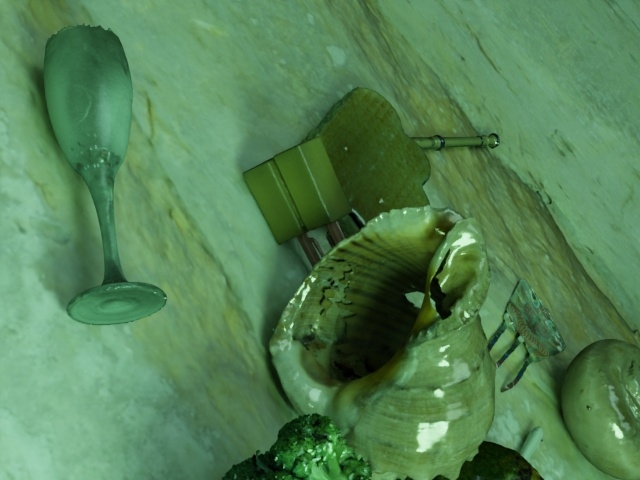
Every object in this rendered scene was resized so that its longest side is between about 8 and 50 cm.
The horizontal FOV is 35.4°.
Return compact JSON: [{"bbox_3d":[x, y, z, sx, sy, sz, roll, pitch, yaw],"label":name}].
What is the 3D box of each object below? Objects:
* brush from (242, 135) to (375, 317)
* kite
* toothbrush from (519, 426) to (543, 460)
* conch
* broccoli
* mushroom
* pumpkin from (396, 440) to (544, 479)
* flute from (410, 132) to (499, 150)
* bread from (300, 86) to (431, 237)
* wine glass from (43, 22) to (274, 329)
[{"bbox_3d":[0.000,0.000,1.216,0.047,0.103,0.233,-32,98,-49],"label":"brush"},{"bbox_3d":[0.299,0.149,1.478,0.127,0.016,0.229,52,40,-1],"label":"kite"},{"bbox_3d":[0.245,0.328,1.301,0.026,0.022,0.263,54,42,-8],"label":"toothbrush"},{"bbox_3d":[0.083,0.116,1.133,0.263,0.324,0.186,21,0,7],"label":"conch"},{"bbox_3d":[-0.004,0.290,0.896,0.270,0.270,0.270,-3,90,-64],"label":"broccoli"},{"bbox_3d":[0.462,0.233,1.433,0.207,0.215,0.207,28,50,-40],"label":"mushroom"},{"bbox_3d":[0.194,0.350,1.156,0.163,0.111,0.279,0,63,-32],"label":"pumpkin"},{"bbox_3d":[0.207,-0.154,1.572,0.233,0.027,0.027,-8,71,-46],"label":"flute"},{"bbox_3d":[0.064,-0.086,1.361,0.207,0.056,0.286,48,41,-6],"label":"bread"},{"bbox_3d":[-0.185,-0.053,1.104,0.264,0.096,0.310,26,46,-55],"label":"wine glass"}]
